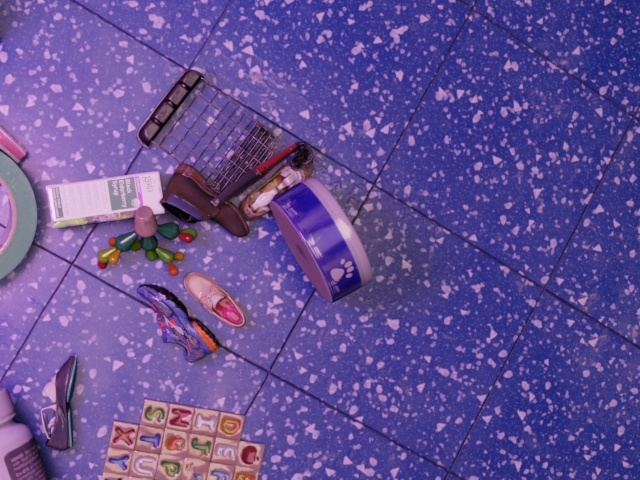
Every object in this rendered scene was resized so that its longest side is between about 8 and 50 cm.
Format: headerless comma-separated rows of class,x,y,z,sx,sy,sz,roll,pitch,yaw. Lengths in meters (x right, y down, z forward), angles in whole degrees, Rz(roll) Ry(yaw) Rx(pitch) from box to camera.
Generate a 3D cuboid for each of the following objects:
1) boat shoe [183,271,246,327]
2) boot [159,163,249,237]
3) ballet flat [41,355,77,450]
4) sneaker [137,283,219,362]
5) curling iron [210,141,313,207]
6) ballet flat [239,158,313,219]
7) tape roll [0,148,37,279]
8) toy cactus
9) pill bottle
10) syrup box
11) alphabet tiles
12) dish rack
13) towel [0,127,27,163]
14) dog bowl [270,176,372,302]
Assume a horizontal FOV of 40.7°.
boat shoe,-0.230,0.132,1.916,0.170,0.059,0.063,39,81,-9
boot,-0.255,-0.056,1.880,0.219,0.082,0.106,44,54,-21
ballet flat,-0.558,0.346,1.835,0.074,0.074,0.203,3,90,-13
sneaker,-0.323,0.182,1.887,0.087,0.083,0.221,-44,95,-2
curling iron,-0.124,-0.145,1.894,0.274,0.035,0.068,-29,58,-24
ballet flat,-0.092,-0.116,1.948,0.206,0.067,0.073,-42,98,-10
tape roll,-0.745,-0.054,1.750,0.322,0.077,0.321,-6,104,-24
toy cactus,-0.369,0.000,1.831,0.219,0.180,0.112,-6,57,-10
pill bottle,-0.656,0.495,1.740,0.204,0.204,0.360,-19,93,-12
syrup box,-0.457,-0.087,1.852,0.237,0.096,0.093,-9,93,-12
alphabet tiles,-0.305,0.511,1.917,0.343,0.011,0.284,12,86,-12
dish rack,-0.244,-0.230,1.917,0.272,0.074,0.208,38,83,-11
towel,-0.736,-0.164,1.808,0.197,0.029,0.144,-47,114,-5
dog bowl,0.000,0.000,1.866,0.104,0.265,0.264,-30,95,-10
